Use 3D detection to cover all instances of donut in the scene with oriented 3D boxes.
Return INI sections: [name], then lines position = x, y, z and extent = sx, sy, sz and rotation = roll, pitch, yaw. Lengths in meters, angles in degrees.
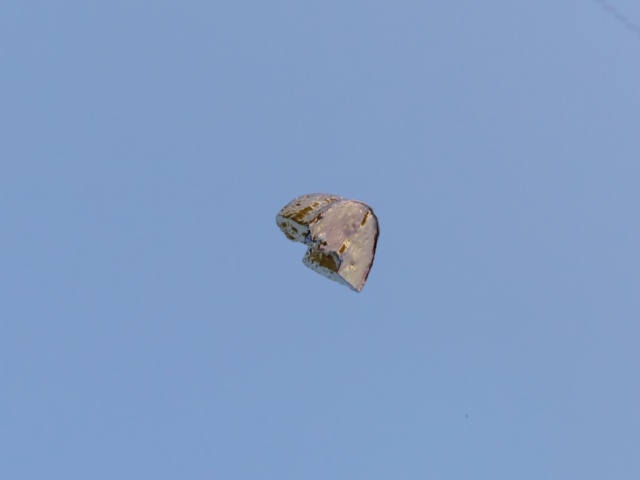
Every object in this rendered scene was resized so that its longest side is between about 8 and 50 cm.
[donut]
position = 0.000, 0.000, 0.976
extent = 0.038, 0.083, 0.067
rotation = 31, -66, 30
